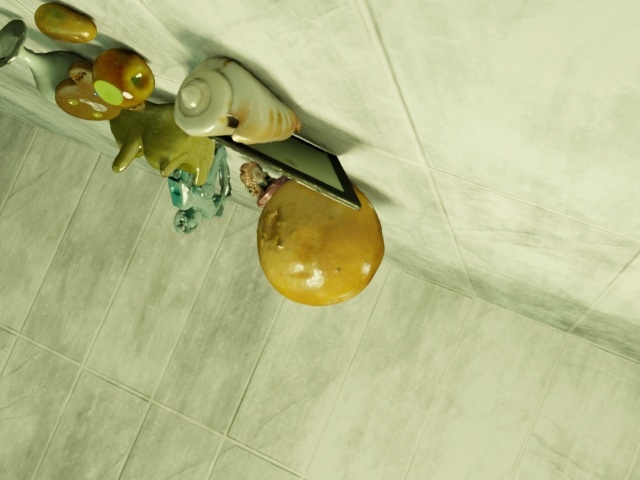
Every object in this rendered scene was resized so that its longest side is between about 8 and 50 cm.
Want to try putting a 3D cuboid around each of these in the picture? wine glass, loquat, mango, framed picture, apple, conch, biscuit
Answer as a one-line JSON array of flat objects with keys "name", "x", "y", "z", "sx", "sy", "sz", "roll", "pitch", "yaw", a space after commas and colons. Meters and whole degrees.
[{"name": "wine glass", "x": -0.578, "y": -0.364, "z": 1.640, "sx": 0.126, "sy": 0.126, "sz": 0.241, "roll": 19, "pitch": 171, "yaw": 37}, {"name": "loquat", "x": 0.000, "y": 0.000, "z": 1.826, "sx": 0.328, "sy": 0.328, "sz": 0.328, "roll": 23, "pitch": 175, "yaw": 2}, {"name": "mango", "x": -0.440, "y": -0.374, "z": 1.318, "sx": 0.114, "sy": 0.057, "sz": 0.079, "roll": 13, "pitch": 169, "yaw": 12}, {"name": "framed picture", "x": -0.092, "y": -0.180, "z": 1.423, "sx": 0.347, "sy": 0.016, "sz": 0.265, "roll": 25, "pitch": -160, "yaw": -21}, {"name": "apple", "x": -0.370, "y": -0.309, "z": 1.442, "sx": 0.102, "sy": 0.099, "sz": 0.114, "roll": 14, "pitch": 142, "yaw": 27}, {"name": "conch", "x": -0.130, "y": -0.232, "z": 1.245, "sx": 0.158, "sy": 0.127, "sz": 0.255, "roll": 18, "pitch": -161, "yaw": 29}, {"name": "biscuit", "x": -0.452, "y": -0.308, "z": 1.582, "sx": 0.236, "sy": 0.039, "sz": 0.180, "roll": -19, "pitch": 150, "yaw": 38}]

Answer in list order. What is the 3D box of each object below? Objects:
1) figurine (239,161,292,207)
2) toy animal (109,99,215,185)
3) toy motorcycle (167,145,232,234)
[{"name": "figurine", "x": -0.160, "y": -0.151, "z": 2.116, "sx": 0.157, "sy": 0.126, "sz": 0.114, "roll": 20, "pitch": 132, "yaw": 13}, {"name": "toy animal", "x": -0.407, "y": -0.244, "z": 1.775, "sx": 0.363, "sy": 0.180, "sz": 0.181, "roll": 18, "pitch": -168, "yaw": 32}, {"name": "toy motorcycle", "x": -0.334, "y": -0.158, "z": 2.111, "sx": 0.154, "sy": 0.260, "sz": 0.206, "roll": 20, "pitch": -144, "yaw": 36}]
